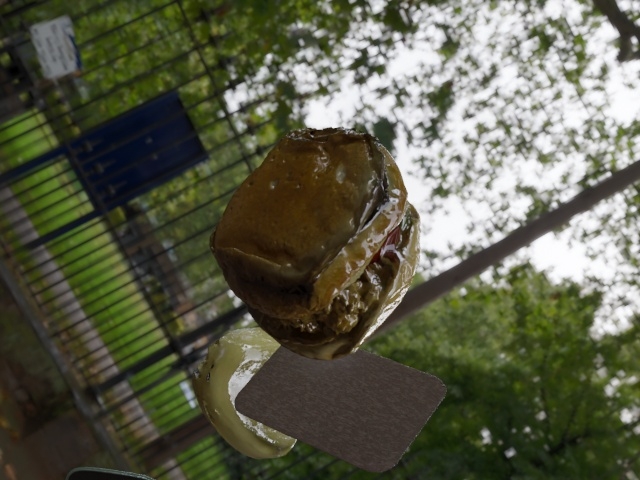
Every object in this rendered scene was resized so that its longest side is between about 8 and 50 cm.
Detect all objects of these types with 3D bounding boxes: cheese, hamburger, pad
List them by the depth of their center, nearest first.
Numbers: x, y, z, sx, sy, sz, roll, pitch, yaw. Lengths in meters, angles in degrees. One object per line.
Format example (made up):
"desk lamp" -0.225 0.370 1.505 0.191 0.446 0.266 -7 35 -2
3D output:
"hamburger" 0.000 0.000 1.053 0.163 0.244 0.244 45 2 -40
"pad" 0.024 0.213 1.285 0.266 0.176 0.002 17 -42 33
"cheese" -0.131 0.288 1.879 0.128 0.259 0.316 4 -26 41

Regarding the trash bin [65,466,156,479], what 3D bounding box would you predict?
"trash bin" -0.244 0.319 1.154 0.130 0.116 0.059 84 14 -69
